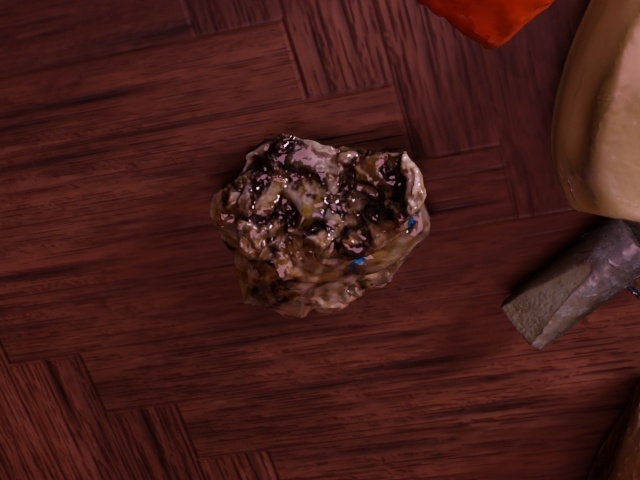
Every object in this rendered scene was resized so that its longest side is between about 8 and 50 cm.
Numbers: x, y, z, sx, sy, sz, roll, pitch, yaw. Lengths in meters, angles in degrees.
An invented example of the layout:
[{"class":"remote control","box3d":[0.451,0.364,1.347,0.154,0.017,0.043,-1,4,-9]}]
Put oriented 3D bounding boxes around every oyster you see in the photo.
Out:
[{"class":"oyster","box3d":[0.000,0.000,1.325,0.214,0.083,0.222,2,130,10]}]

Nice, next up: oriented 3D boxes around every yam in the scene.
[{"class":"yam","box3d":[0.252,0.035,1.315,0.068,0.068,0.169,39,119,-17]}]

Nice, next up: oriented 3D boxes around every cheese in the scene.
[{"class":"cheese","box3d":[0.336,-0.146,1.143,0.260,0.128,0.315,10,117,6]}]

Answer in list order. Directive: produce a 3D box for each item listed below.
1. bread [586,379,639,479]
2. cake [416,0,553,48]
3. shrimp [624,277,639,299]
[{"class":"bread","box3d":[0.376,0.257,1.372,0.196,0.176,0.246,16,127,1]},{"class":"cake","box3d":[0.118,-0.321,0.944,0.270,0.319,0.269,41,118,-17]},{"class":"shrimp","box3d":[0.377,0.073,1.333,0.166,0.049,0.161,1,121,10]}]
